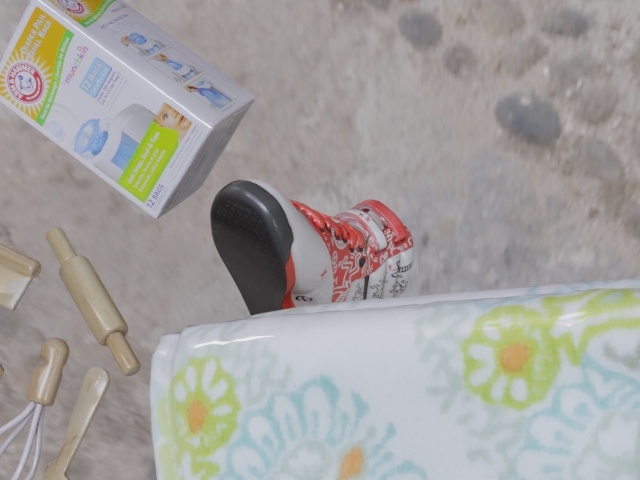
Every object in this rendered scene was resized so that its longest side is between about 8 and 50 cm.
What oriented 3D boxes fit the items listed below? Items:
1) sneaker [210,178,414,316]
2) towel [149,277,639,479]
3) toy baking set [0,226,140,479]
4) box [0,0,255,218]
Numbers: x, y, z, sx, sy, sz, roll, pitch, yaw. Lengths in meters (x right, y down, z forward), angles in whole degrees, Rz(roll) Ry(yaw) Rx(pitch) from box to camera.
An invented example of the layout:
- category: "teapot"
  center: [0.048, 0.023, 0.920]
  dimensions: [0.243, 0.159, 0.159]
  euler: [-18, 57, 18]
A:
- category: "sneaker"
  center: [-0.001, 0.000, 1.505]
  dimensions: [0.090, 0.270, 0.145]
  euler: [34, 67, 30]
- category: "towel"
  center: [0.101, 0.178, 0.750]
  dimensions: [0.374, 0.090, 0.321]
  euler: [-6, 90, 30]
- category: "toy baking set"
  center: [-0.248, 0.116, 1.573]
  dimensions: [0.197, 0.030, 0.256]
  euler: [-44, 62, 9]
- category: "box"
  center: [-0.182, -0.133, 1.633]
  dimensions: [0.203, 0.103, 0.114]
  euler: [37, 118, 5]
